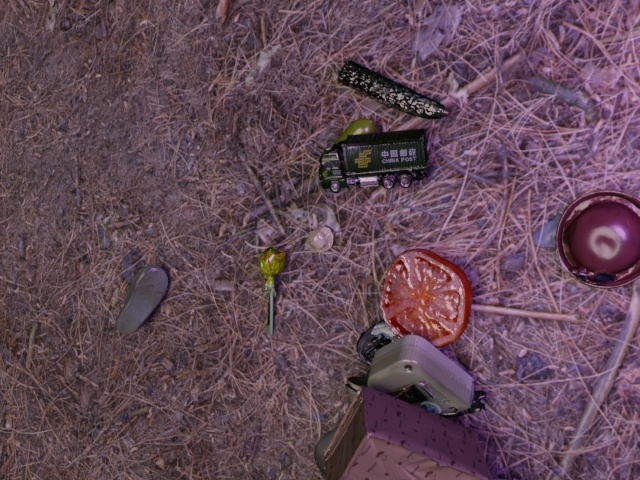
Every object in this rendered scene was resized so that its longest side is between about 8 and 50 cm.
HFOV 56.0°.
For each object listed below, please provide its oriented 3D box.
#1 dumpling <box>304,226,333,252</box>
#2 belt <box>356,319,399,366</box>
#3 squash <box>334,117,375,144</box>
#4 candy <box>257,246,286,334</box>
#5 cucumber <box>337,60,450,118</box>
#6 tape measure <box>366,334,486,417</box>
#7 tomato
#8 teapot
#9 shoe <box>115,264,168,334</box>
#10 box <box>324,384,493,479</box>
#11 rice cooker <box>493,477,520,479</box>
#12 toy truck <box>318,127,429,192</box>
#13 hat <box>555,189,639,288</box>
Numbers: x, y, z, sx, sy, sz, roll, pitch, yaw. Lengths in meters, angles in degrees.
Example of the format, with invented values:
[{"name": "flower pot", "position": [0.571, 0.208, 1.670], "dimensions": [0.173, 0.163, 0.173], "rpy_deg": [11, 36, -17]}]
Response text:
[{"name": "dumpling", "position": [0.000, -0.001, 1.586], "dimensions": [0.076, 0.057, 0.052], "rpy_deg": [-52, 29, 0]}, {"name": "belt", "position": [0.154, 0.259, 1.506], "dimensions": [0.105, 0.058, 0.140], "rpy_deg": [46, 115, 15]}, {"name": "squash", "position": [0.064, -0.228, 1.509], "dimensions": [0.201, 0.066, 0.066], "rpy_deg": [-47, 72, 32]}, {"name": "candy", "position": [-0.140, 0.143, 1.674], "dimensions": [0.073, 0.077, 0.262], "rpy_deg": [15, 111, 32]}, {"name": "cucumber", "position": [0.172, -0.346, 1.429], "dimensions": [0.293, 0.067, 0.068], "rpy_deg": [32, 110, 23]}, {"name": "tape measure", "position": [0.228, 0.345, 1.401], "dimensions": [0.235, 0.115, 0.207], "rpy_deg": [39, 130, -14]}, {"name": "tomato", "position": [0.252, 0.130, 1.414], "dimensions": [0.236, 0.095, 0.237], "rpy_deg": [8, 104, 32]}, {"name": "teapot", "position": [0.090, 0.478, 1.511], "dimensions": [0.183, 0.183, 0.251], "rpy_deg": [14, 92, 29]}, {"name": "shoe", "position": [-0.572, 0.179, 1.923], "dimensions": [0.251, 0.103, 0.100], "rpy_deg": [-58, 23, 9]}, {"name": "box", "position": [0.181, 0.496, 1.310], "dimensions": [0.297, 0.190, 0.225], "rpy_deg": [23, 108, -8]}, {"name": "rice cooker", "position": [0.399, 0.666, 1.298], "dimensions": [0.227, 0.241, 0.280], "rpy_deg": [-66, 20, 16]}, {"name": "toy truck", "position": [0.123, -0.186, 1.424], "dimensions": [0.259, 0.088, 0.121], "rpy_deg": [-3, 116, 17]}, {"name": "hat", "position": [0.571, 0.000, 1.211], "dimensions": [0.205, 0.089, 0.206], "rpy_deg": [4, 98, 31]}]
